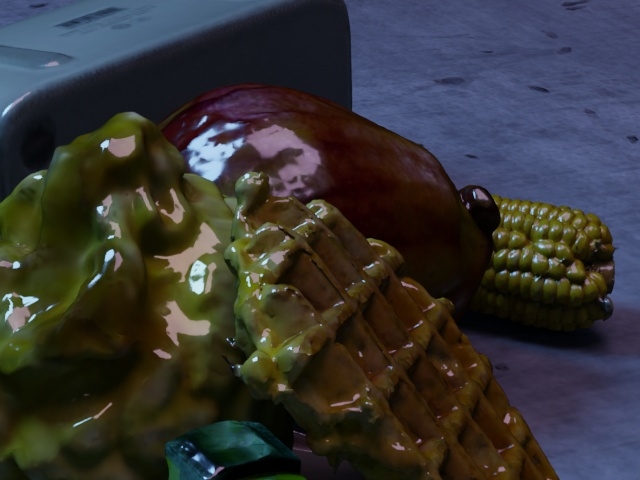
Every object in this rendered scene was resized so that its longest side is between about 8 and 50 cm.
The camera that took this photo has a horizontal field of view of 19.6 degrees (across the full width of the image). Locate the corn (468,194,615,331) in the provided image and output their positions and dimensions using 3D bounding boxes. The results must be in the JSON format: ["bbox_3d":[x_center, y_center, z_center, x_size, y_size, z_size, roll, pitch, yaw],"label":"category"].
[{"bbox_3d":[0.077,0.005,1.453,0.313,0.102,0.102,9,23,8],"label":"corn"}]

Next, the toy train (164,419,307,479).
[{"bbox_3d":[-0.018,0.191,0.954,0.083,0.132,0.200,-9,26,-33],"label":"toy train"}]

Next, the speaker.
[{"bbox_3d":[-0.168,-0.104,1.535,0.184,0.183,0.406,16,30,37],"label":"speaker"}]

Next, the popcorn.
[{"bbox_3d":[-0.122,0.055,1.090,0.237,0.252,0.206,-19,21,-15],"label":"popcorn"}]

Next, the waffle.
[{"bbox_3d":[0.051,0.098,1.011,0.301,0.058,0.281,59,20,22],"label":"waffle"}]

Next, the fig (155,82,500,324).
[{"bbox_3d":[-0.012,0.004,1.299,0.263,0.224,0.224,25,18,-18],"label":"fig"}]

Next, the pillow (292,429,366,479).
[{"bbox_3d":[0.035,0.170,1.131,0.232,0.038,0.131,9,33,13],"label":"pillow"}]
